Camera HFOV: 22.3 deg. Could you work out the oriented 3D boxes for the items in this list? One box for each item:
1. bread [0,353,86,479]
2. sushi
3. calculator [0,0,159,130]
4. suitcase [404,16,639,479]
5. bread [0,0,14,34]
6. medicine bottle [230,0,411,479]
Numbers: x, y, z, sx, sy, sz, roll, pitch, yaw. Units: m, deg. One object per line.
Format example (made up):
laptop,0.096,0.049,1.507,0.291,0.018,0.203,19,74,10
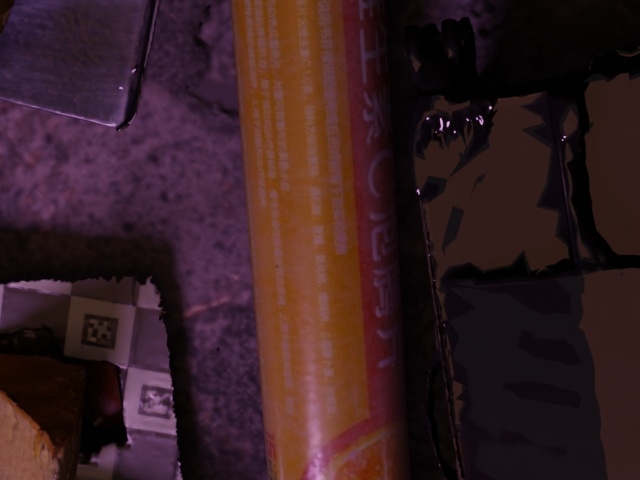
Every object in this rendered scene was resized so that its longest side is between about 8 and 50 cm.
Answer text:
bread,-0.191,0.130,1.010,0.080,0.109,0.084,4,111,-3
sushi,-0.231,0.107,1.082,0.280,0.043,0.192,-5,107,4
calculator,-0.227,-0.171,0.998,0.262,0.021,0.161,16,111,4
suitcase,0.198,0.077,0.908,0.283,0.194,0.433,-8,96,12
bread,-0.305,-0.181,0.922,0.254,0.142,0.227,12,119,3
medicine bottle,0.000,0.000,0.976,0.108,0.108,0.426,-1,108,9
